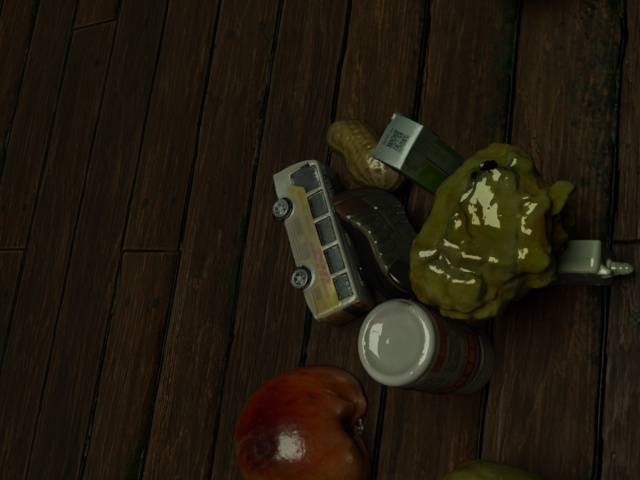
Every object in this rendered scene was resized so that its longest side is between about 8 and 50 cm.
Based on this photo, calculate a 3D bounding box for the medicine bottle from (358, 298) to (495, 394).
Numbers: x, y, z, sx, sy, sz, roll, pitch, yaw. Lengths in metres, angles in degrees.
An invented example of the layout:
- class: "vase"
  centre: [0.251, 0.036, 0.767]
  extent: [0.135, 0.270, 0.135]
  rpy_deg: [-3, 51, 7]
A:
- class: "medicine bottle"
  centre: [0.182, 0.182, 1.390]
  extent: [0.144, 0.252, 0.144]
  rpy_deg: [-9, 73, 32]

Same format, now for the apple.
- class: "apple"
  centre: [-0.048, 0.371, 1.556]
  extent: [0.251, 0.163, 0.293]
  rpy_deg: [-28, 63, 28]

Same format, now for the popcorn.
- class: "popcorn"
  centre: [0.260, -0.010, 1.295]
  extent: [0.252, 0.215, 0.286]
  rpy_deg: [15, 81, 44]

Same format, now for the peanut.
- class: "peanut"
  centre: [0.088, -0.170, 1.665]
  extent: [0.108, 0.095, 0.226]
  rpy_deg: [-49, 53, 9]

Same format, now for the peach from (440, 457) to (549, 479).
- class: "peach"
  centre: [0.276, 0.484, 1.208]
  extent: [0.315, 0.281, 0.314]
  rpy_deg: [-123, 29, -62]

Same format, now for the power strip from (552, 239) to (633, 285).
- class: "power strip"
  centre: [0.350, 0.037, 1.409]
  extent: [0.338, 0.098, 0.058]
  rpy_deg: [0, 73, 36]

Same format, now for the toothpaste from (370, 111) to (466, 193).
- class: "toothpaste"
  centre: [0.203, -0.116, 1.411]
  extent: [0.067, 0.336, 0.081]
  rpy_deg: [32, 95, 34]

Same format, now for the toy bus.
- class: "toy bus"
  centre: [0.000, 0.000, 1.675]
  extent: [0.138, 0.097, 0.342]
  rpy_deg: [-27, 62, 24]

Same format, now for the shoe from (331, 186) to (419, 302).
- class: "shoe"
  centre: [0.119, 0.015, 1.569]
  extent: [0.114, 0.137, 0.291]
  rpy_deg: [-19, 51, -16]
